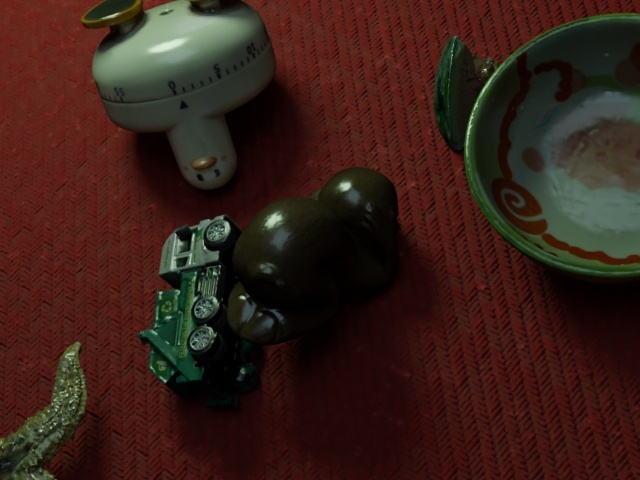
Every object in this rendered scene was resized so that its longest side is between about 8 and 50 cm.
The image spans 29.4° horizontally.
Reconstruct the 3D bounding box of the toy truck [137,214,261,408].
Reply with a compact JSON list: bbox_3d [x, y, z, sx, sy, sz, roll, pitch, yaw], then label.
[{"bbox_3d":[-0.140,0.083,1.402,0.116,0.110,0.216,-10,57,21],"label":"toy truck"}]

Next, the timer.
[{"bbox_3d":[-0.167,-0.203,1.556,0.234,0.240,0.233,-14,27,7],"label":"timer"}]

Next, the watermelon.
[{"bbox_3d":[0.172,-0.191,1.510,0.080,0.101,0.155,20,75,12],"label":"watermelon"}]

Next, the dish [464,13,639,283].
[{"bbox_3d":[0.331,-0.086,1.367,0.324,0.124,0.324,-6,65,12],"label":"dish"}]

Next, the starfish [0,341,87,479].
[{"bbox_3d":[-0.384,0.286,1.349,0.294,0.084,0.301,-13,75,-1],"label":"starfish"}]

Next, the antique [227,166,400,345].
[{"bbox_3d":[0.000,0.000,1.360,0.121,0.143,0.257,31,39,29],"label":"antique"}]
